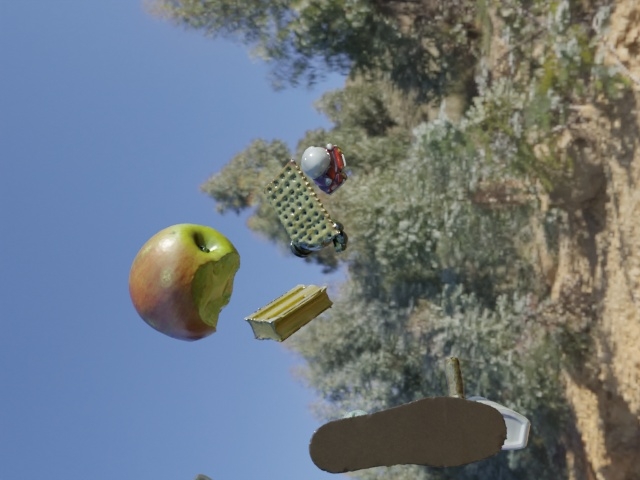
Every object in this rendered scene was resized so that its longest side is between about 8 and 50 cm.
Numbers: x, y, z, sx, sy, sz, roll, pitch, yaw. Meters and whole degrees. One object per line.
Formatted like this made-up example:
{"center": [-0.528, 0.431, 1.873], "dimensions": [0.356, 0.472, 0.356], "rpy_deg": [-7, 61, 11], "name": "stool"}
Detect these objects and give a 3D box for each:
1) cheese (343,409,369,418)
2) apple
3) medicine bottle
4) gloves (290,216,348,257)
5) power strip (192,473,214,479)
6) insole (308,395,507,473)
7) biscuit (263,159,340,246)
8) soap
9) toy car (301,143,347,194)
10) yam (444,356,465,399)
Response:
{"center": [0.121, 0.494, 1.736], "dimensions": [0.026, 0.121, 0.067], "rpy_deg": [87, -156, -45], "name": "cheese"}
{"center": [-0.279, 0.085, 1.384], "dimensions": [0.226, 0.246, 0.246], "rpy_deg": [-55, -13, 18], "name": "apple"}
{"center": [0.467, 0.502, 1.791], "dimensions": [0.296, 0.161, 0.111], "rpy_deg": [90, -168, -84], "name": "medicine bottle"}
{"center": [-0.003, -0.013, 1.807], "dimensions": [0.135, 0.268, 0.107], "rpy_deg": [1, -96, -29], "name": "gloves"}
{"center": [-0.281, 0.758, 1.694], "dimensions": [0.257, 0.251, 0.092], "rpy_deg": [-50, -11, -52], "name": "power strip"}
{"center": [0.142, 0.309, 1.017], "dimensions": [0.007, 0.328, 0.111], "rpy_deg": [124, 141, -73], "name": "insole"}
{"center": [-0.050, -0.068, 1.465], "dimensions": [0.016, 0.144, 0.203], "rpy_deg": [-21, -103, -47], "name": "biscuit"}
{"center": [-0.087, 0.206, 1.845], "dimensions": [0.233, 0.135, 0.076], "rpy_deg": [-28, -73, -40], "name": "soap"}
{"center": [0.002, -0.200, 1.740], "dimensions": [0.112, 0.112, 0.139], "rpy_deg": [20, -141, -44], "name": "toy car"}
{"center": [0.452, 0.517, 2.137], "dimensions": [0.061, 0.061, 0.252], "rpy_deg": [50, -147, -62], "name": "yam"}
